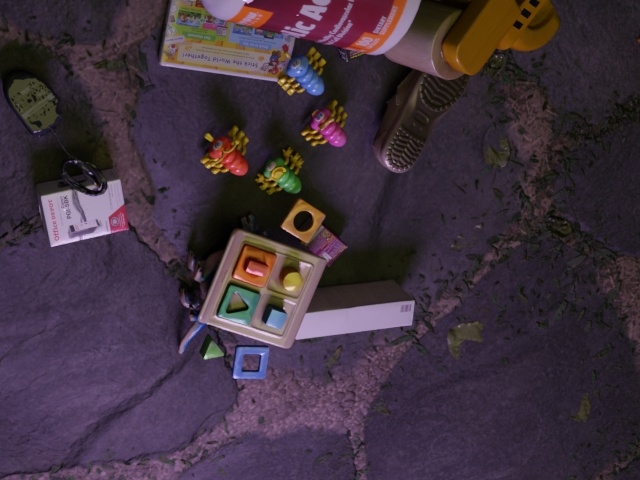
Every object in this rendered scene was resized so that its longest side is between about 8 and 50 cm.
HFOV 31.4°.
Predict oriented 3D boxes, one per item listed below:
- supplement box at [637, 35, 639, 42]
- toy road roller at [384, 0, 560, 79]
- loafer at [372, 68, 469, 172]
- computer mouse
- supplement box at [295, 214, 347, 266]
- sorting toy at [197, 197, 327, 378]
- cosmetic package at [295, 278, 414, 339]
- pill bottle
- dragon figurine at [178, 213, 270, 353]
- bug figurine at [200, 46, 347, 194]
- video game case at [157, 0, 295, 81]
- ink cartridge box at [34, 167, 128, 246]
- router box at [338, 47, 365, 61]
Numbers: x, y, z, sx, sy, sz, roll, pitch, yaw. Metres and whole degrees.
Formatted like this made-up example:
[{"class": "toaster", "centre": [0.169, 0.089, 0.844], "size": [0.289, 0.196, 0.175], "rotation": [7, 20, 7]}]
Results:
[{"class": "supplement box", "centre": [0.763, -0.401, 2.199], "size": [0.191, 0.129, 0.194], "rotation": [31, 99, -31]}, {"class": "toy road roller", "centre": [0.276, -0.388, 1.943], "size": [0.329, 0.202, 0.240], "rotation": [-52, 136, -9]}, {"class": "loafer", "centre": [0.171, -0.247, 2.045], "size": [0.102, 0.092, 0.268], "rotation": [41, 77, -34]}, {"class": "computer mouse", "centre": [-0.426, -0.170, 1.831], "size": [0.071, 0.041, 0.242], "rotation": [-37, 110, -14]}, {"class": "supplement box", "centre": [0.000, 0.000, 2.110], "size": [0.055, 0.043, 0.083], "rotation": [-47, 121, 3]}, {"class": "sorting toy", "centre": [-0.097, 0.089, 2.003], "size": [0.196, 0.047, 0.347], "rotation": [19, 99, -25]}, {"class": "cosmetic package", "centre": [0.049, 0.130, 2.160], "size": [0.239, 0.099, 0.060], "rotation": [-5, 117, -20]}, {"class": "pill bottle", "centre": [-0.055, -0.431, 1.751], "size": [0.392, 0.224, 0.224], "rotation": [8, 110, -26]}, {"class": "dragon figurine", "centre": [-0.173, 0.093, 2.054], "size": [0.144, 0.085, 0.289], "rotation": [4, 110, -24]}, {"class": "bug figurine", "centre": [-0.062, -0.188, 1.964], "size": [0.279, 0.072, 0.216], "rotation": [-46, 130, 6]}, {"class": "video game case", "centre": [-0.142, -0.377, 1.886], "size": [0.227, 0.026, 0.206], "rotation": [4, 111, -26]}, {"class": "ink cartridge box", "centre": [-0.399, -0.055, 1.905], "size": [0.135, 0.056, 0.099], "rotation": [-14, 118, -17]}, {"class": "router box", "centre": [0.084, -0.375, 1.975], "size": [0.122, 0.038, 0.092], "rotation": [-22, 119, -12]}]
